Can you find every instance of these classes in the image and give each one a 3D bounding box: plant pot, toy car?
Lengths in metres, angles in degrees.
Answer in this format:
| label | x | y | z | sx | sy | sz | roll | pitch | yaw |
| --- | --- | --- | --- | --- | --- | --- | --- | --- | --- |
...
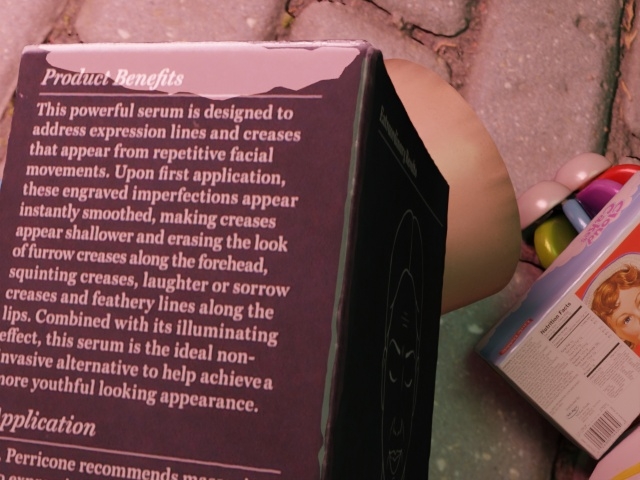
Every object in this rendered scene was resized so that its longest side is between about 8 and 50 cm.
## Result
| label | x | y | z | sx | sy | sz | roll | pitch | yaw |
| --- | --- | --- | --- | --- | --- | --- | --- | --- | --- |
| plant pot | 0.000 | 0.000 | 0.938 | 0.274 | 0.256 | 0.256 | -28 | 81 | -23 |
| toy car | 0.326 | -0.024 | 1.140 | 0.182 | 0.136 | 0.159 | -31 | 83 | -31 |

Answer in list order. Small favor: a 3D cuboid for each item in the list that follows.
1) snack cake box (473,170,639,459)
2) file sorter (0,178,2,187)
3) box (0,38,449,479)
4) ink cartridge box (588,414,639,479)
| label | x | y | z | sx | sy | sz | roll | pitch | yaw |
| --- | --- | --- | --- | --- | --- | --- | --- | --- | --- |
| snack cake box | 0.307 | 0.073 | 1.035 | 0.152 | 0.089 | 0.264 | 43 | 89 | -9 |
| file sorter | -0.327 | 0.002 | 0.854 | 0.170 | 0.118 | 0.104 | 13 | 60 | -18 |
| box | -0.053 | 0.111 | 0.630 | 0.212 | 0.293 | 0.395 | 3 | 79 | 16 |
| ink cartridge box | 0.380 | 0.307 | 0.914 | 0.279 | 0.160 | 0.385 | 54 | 32 | 5 |
